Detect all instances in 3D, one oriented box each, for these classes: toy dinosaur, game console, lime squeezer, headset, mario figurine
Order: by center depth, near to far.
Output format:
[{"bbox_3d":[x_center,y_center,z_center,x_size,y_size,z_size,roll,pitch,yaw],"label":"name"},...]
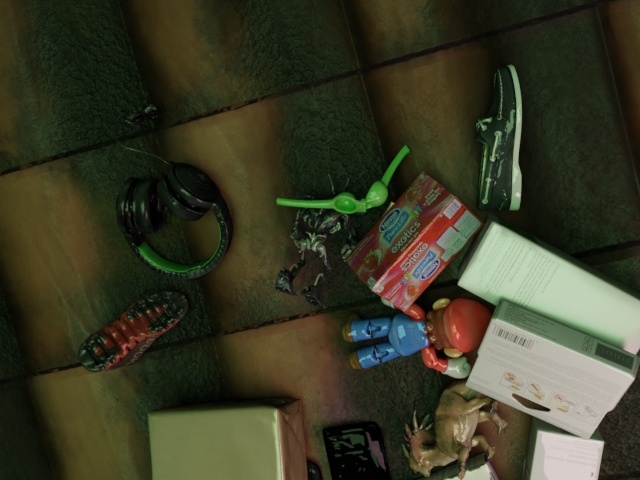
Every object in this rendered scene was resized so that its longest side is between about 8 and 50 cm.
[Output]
[{"bbox_3d":[0.068,-0.107,1.620,0.311,0.059,0.109,-23,73,-9],"label":"lime squeezer"},{"bbox_3d":[0.224,0.199,1.696,0.321,0.170,0.198,-12,131,22],"label":"mario figurine"},{"bbox_3d":[0.286,0.396,1.699,0.200,0.127,0.295,22,85,41],"label":"toy dinosaur"},{"bbox_3d":[-0.344,-0.107,1.755,0.244,0.185,0.394,-16,110,16],"label":"headset"},{"bbox_3d":[-0.018,0.548,1.810,0.362,0.044,0.213,-10,94,11],"label":"game console"}]

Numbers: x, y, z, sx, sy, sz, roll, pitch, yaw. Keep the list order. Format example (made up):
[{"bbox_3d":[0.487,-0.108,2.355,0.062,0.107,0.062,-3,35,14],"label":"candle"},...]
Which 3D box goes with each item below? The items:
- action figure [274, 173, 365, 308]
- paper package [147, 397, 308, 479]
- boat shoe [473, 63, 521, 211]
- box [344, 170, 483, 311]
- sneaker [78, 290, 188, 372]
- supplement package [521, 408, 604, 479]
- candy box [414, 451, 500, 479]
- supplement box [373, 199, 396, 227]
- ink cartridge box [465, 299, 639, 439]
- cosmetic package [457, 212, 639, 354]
[{"bbox_3d":[0.000,0.000,1.686,0.164,0.141,0.275,18,74,16],"label":"action figure"},{"bbox_3d":[-0.206,0.518,1.745,0.325,0.168,0.309,-6,85,17],"label":"paper package"},{"bbox_3d":[0.363,-0.207,1.596,0.091,0.114,0.302,-2,97,5],"label":"boat shoe"},{"bbox_3d":[0.194,0.003,1.617,0.257,0.122,0.128,-49,131,7],"label":"box"},{"bbox_3d":[-0.429,0.213,1.816,0.276,0.135,0.097,-35,77,-10],"label":"sneaker"},{"bbox_3d":[0.509,0.507,1.656,0.139,0.134,0.243,7,99,10],"label":"supplement package"},{"bbox_3d":[0.300,0.597,1.740,0.234,0.071,0.159,-25,92,14],"label":"candy box"},{"bbox_3d":[0.156,-0.040,1.694,0.055,0.043,0.083,34,103,3],"label":"supplement box"},{"bbox_3d":[0.445,0.258,1.525,0.275,0.060,0.238,23,140,13],"label":"ink cartridge box"},{"bbox_3d":[0.472,0.101,1.577,0.366,0.197,0.155,28,101,4],"label":"cosmetic package"}]
